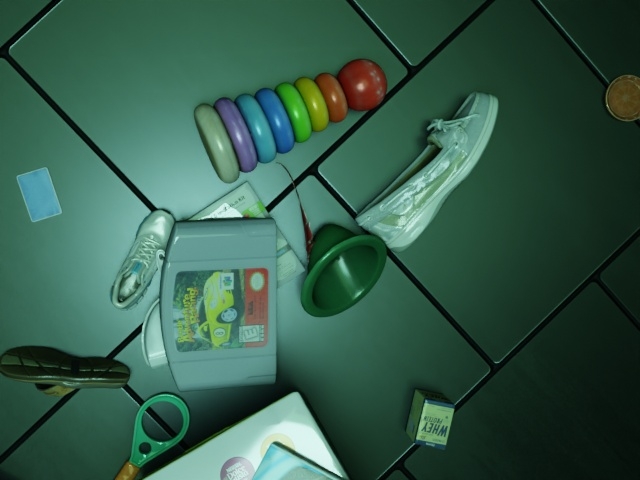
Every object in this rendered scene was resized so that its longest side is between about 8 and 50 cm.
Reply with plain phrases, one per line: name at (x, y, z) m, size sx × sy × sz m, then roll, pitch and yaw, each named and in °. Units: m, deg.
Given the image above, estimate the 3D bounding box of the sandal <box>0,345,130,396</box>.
sandal at (-0.437, 0.231, 1.541) m, size 0.219 × 0.090 × 0.060 m, roll 8°, pitch 115°, yaw -14°

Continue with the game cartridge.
game cartridge at (-0.171, 0.110, 1.519) m, size 0.196 × 0.060 × 0.294 m, roll -2°, pitch 103°, yaw -12°

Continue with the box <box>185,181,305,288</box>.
box at (-0.136, 0.013, 1.573) m, size 0.145 × 0.038 × 0.186 m, roll -33°, pitch 96°, yaw -4°

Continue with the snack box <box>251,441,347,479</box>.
snack box at (-0.060, 0.459, 1.223) m, size 0.187 × 0.060 × 0.322 m, roll 27°, pitch 82°, yaw 5°

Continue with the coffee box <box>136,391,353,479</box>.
coffee box at (-0.096, 0.459, 1.427) m, size 0.338 × 0.338 × 0.334 m, roll -29°, pitch 81°, yaw -4°

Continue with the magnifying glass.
magnifying glass at (-0.312, 0.370, 1.583) m, size 0.092 × 0.026 × 0.231 m, roll 33°, pitch 90°, yaw -8°

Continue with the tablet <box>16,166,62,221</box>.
tablet at (-0.478, -0.078, 1.542) m, size 0.054 × 0.006 × 0.083 m, roll -18°, pitch 97°, yaw -5°

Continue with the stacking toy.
stacking toy at (-0.038, -0.218, 1.526) m, size 0.330 × 0.141 × 0.141 m, roll -23°, pitch 96°, yaw -8°

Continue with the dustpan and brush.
dustpan and brush at (-0.248, 0.113, 1.547) m, size 0.147 × 0.060 × 0.211 m, roll -14°, pitch 100°, yaw -6°

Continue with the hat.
hat at (0.000, 0.000, 1.591) m, size 0.173 × 0.183 × 0.208 m, roll -4°, pitch 130°, yaw -41°

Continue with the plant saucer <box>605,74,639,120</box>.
plant saucer at (0.557, -0.258, 1.647) m, size 0.083 × 0.013 × 0.083 m, roll 0°, pitch 93°, yaw -7°

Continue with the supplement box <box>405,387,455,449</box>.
supplement box at (0.193, 0.316, 1.608) m, size 0.056 × 0.083 × 0.083 m, roll 12°, pitch 93°, yaw -8°

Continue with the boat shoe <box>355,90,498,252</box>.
boat shoe at (0.190, -0.131, 1.564) m, size 0.103 × 0.118 × 0.320 m, roll 35°, pitch 96°, yaw -12°

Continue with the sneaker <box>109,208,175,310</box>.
sneaker at (-0.299, 0.037, 1.534) m, size 0.071 × 0.083 × 0.190 m, roll 24°, pitch 90°, yaw -6°
